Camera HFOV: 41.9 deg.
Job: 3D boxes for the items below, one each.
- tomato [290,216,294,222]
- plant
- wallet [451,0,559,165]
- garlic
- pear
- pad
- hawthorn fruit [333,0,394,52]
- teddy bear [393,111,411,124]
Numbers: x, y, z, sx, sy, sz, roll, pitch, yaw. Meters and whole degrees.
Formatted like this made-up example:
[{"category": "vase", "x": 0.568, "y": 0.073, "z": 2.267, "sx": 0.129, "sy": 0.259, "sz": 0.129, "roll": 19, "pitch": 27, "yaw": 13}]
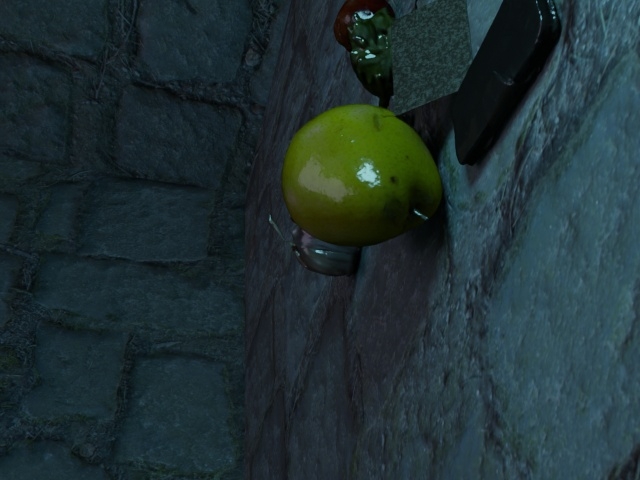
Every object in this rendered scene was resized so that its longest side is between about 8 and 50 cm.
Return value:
[{"category": "tomato", "x": -0.005, "y": -0.095, "z": 2.345, "sx": 0.159, "sy": 0.091, "sz": 0.139, "roll": -58, "pitch": 13, "yaw": -23}, {"category": "plant", "x": 0.162, "y": -0.320, "z": 1.730, "sx": 0.251, "sy": 0.180, "sz": 0.333, "roll": -76, "pitch": -22, "yaw": -43}, {"category": "wallet", "x": 0.271, "y": -0.261, "z": 1.282, "sx": 0.309, "sy": 0.042, "sz": 0.165, "roll": 114, "pitch": 162, "yaw": -52}, {"category": "garlic", "x": 0.000, "y": 0.000, "z": 2.042, "sx": 0.256, "sy": 0.207, "sz": 0.207, "roll": 10, "pitch": 92, "yaw": 41}, {"category": "pear", "x": 0.073, "y": -0.100, "z": 1.531, "sx": 0.336, "sy": 0.285, "sz": 0.285, "roll": -100, "pitch": 22, "yaw": -49}, {"category": "pad", "x": 0.198, "y": -0.343, "z": 1.515, "sx": 0.158, "sy": 0.003, "sz": 0.235, "roll": -19, "pitch": 54, "yaw": 29}, {"category": "hawthorn fruit", "x": 0.109, "y": -0.522, "z": 1.984, "sx": 0.148, "sy": 0.148, "sz": 0.172, "roll": 120, "pitch": 166, "yaw": -60}, {"category": "teddy bear", "x": 0.123, "y": -0.161, "z": 1.734, "sx": 0.133, "sy": 0.111, "sz": 0.213, "roll": -98, "pitch": 21, "yaw": -63}]
